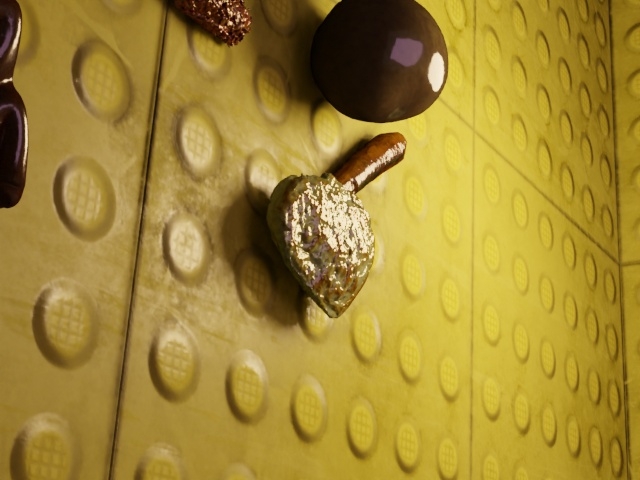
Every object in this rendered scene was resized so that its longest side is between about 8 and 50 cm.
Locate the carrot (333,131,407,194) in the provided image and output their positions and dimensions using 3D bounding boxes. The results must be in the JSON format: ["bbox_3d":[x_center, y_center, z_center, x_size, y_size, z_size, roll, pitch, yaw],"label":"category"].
[{"bbox_3d":[0.064,-0.117,1.847,0.314,0.066,0.066,-40,115,-51],"label":"carrot"}]

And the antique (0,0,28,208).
[{"bbox_3d":[-0.386,-0.159,1.085,0.143,0.121,0.256,-2,91,-49],"label":"antique"}]

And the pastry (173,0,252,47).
[{"bbox_3d":[-0.151,-0.342,1.554,0.169,0.063,0.087,25,59,-52],"label":"pastry"}]

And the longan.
[{"bbox_3d":[0.099,-0.302,1.796,0.248,0.248,0.248,22,64,-54],"label":"longan"}]

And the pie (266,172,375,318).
[{"bbox_3d":[0.000,0.000,1.672,0.248,0.090,0.201,55,47,-34],"label":"pie"}]
